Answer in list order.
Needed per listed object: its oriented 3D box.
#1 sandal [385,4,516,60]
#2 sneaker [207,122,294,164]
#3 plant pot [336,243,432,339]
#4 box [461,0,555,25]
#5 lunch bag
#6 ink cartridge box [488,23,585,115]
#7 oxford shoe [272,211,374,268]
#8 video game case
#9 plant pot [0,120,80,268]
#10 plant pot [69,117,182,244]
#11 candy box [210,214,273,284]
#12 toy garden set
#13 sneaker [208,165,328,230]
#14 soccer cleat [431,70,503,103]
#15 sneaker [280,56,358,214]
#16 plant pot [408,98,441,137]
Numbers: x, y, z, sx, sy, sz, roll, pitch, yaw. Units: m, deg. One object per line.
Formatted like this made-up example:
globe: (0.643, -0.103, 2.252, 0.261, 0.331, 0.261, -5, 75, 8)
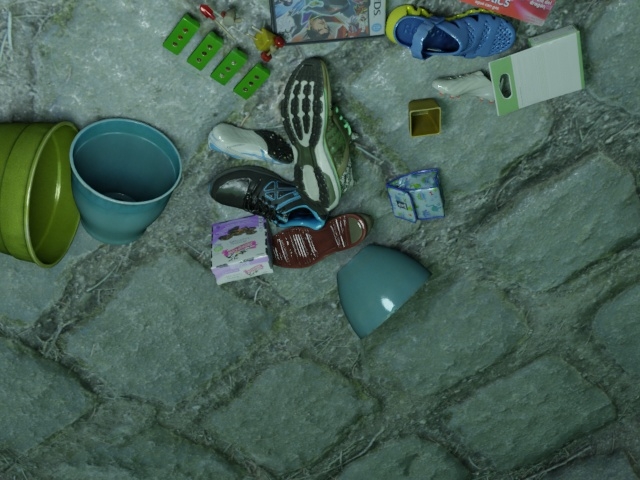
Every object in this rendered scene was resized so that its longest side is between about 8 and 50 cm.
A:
sandal: (0.321, -0.485, 1.785, 0.317, 0.138, 0.126, -2, 128, -7)
sneaker: (-0.185, -0.249, 1.968, 0.237, 0.085, 0.086, 14, 153, -22)
plant pot: (0.161, 0.127, 2.214, 0.195, 0.290, 0.290, 47, 117, 4)
box: (0.385, -0.616, 1.674, 0.300, 0.154, 0.142, 12, 127, -14)
lunch bag: (0.272, -0.124, 2.112, 0.151, 0.096, 0.129, -5, 134, 16)
ink cartridge box: (0.552, -0.435, 1.903, 0.235, 0.056, 0.171, -16, 130, 8)
oxford shoe: (0.000, 0.000, 2.164, 0.348, 0.130, 0.123, -13, 96, 28)
video game case: (0.018, -0.564, 1.710, 0.274, 0.035, 0.248, -6, 145, -2)
plant pot: (-0.817, -0.137, 1.835, 0.353, 0.366, 0.366, 9, 129, 1)
plant pot: (-0.519, -0.131, 1.919, 0.271, 0.272, 0.255, 12, 143, -16)
candy box: (-0.223, 0.021, 2.103, 0.164, 0.196, 0.070, -13, 130, 3)
toy garden set: (-0.220, -0.472, 1.772, 0.244, 0.049, 0.204, 30, 137, -24)
sneaker: (-0.138, -0.113, 2.038, 0.340, 0.140, 0.125, 6, 131, -10)
soccer cleat: (0.379, -0.405, 1.907, 0.196, 0.068, 0.076, 4, 124, -19)
sneaker: (0.016, -0.284, 1.943, 0.182, 0.158, 0.410, -30, 126, -39)
plant pot: (0.266, -0.329, 1.941, 0.081, 0.083, 0.081, -8, 130, -1)
